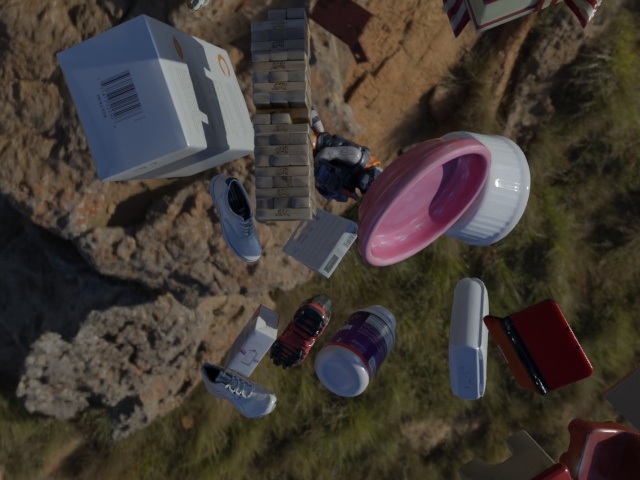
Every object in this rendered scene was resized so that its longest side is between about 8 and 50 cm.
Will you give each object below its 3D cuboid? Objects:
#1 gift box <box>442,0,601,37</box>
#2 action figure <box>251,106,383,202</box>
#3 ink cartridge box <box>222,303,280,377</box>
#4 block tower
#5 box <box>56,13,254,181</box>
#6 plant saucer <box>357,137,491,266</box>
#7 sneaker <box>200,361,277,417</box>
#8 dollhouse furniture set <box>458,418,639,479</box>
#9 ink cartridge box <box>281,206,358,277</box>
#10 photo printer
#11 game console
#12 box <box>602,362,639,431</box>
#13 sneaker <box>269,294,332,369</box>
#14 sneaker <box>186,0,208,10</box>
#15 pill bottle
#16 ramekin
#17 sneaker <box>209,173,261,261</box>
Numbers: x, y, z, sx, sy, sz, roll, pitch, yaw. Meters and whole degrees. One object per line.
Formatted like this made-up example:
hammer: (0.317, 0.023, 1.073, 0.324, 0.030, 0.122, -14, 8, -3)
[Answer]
gift box: (0.280, -0.415, 0.885, 0.255, 0.258, 0.277, -13, 98, 13)
action figure: (0.010, -0.206, 1.472, 0.330, 0.341, 0.179, 34, 91, 4)
ink cartridge box: (-0.190, 0.286, 1.790, 0.067, 0.115, 0.198, 29, 117, -13)
block tower: (-0.059, -0.195, 1.072, 0.090, 0.097, 0.336, -2, 84, 5)
box: (-0.266, -0.235, 1.165, 0.168, 0.345, 0.215, -18, 92, 15)
plant saucer: (0.200, -0.088, 1.350, 0.332, 0.084, 0.332, -30, 153, -17)
sneaker: (-0.277, 0.484, 2.135, 0.111, 0.297, 0.129, -61, 150, -26)
dollhouse furniture set: (0.302, 0.338, 0.609, 0.201, 0.152, 0.374, -27, 108, -14)
ink cartridge box: (0.000, 0.000, 2.069, 0.066, 0.232, 0.189, 38, 82, -31)
photo printer: (0.454, 0.285, 2.004, 0.107, 0.308, 0.256, 1, 132, 16)
game console: (0.356, 0.173, 1.091, 0.085, 0.124, 0.144, -30, 93, -9)
box: (0.681, 0.294, 1.267, 0.164, 0.021, 0.201, 44, 110, 5)
sneaker: (-0.048, 0.249, 1.820, 0.097, 0.135, 0.276, 36, 127, 3)
sneaker: (-0.235, -0.499, 1.335, 0.083, 0.037, 0.032, -35, 88, 11)
pill bottle: (0.126, 0.343, 2.124, 0.181, 0.323, 0.182, 14, 122, 24)
ramekin: (0.352, -0.131, 1.591, 0.135, 0.277, 0.277, 8, 118, -34)
sneaker: (-0.215, -0.051, 1.732, 0.094, 0.091, 0.258, -36, 117, -27)
